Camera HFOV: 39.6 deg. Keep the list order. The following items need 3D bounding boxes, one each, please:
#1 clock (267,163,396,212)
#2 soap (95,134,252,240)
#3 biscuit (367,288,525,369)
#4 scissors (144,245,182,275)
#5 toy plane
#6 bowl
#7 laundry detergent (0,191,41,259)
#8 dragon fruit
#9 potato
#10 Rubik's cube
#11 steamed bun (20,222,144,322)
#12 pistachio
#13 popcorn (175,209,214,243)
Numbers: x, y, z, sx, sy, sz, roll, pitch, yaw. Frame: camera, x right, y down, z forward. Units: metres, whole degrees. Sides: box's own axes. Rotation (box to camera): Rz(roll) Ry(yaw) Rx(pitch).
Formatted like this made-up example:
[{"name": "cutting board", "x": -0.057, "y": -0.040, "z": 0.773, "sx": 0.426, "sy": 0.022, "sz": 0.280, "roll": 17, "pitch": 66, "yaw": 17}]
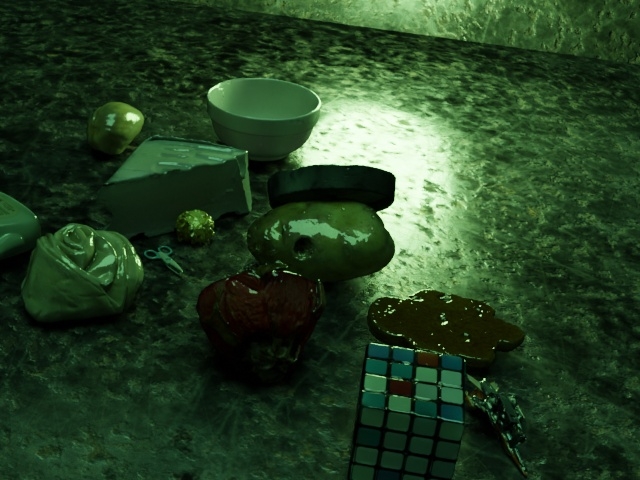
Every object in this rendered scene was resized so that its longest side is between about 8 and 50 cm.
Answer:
[{"name": "clock", "x": 0.023, "y": -0.101, "z": 1.888, "sx": 0.280, "sy": 0.055, "sz": 0.280, "roll": -1, "pitch": -11, "yaw": 0}, {"name": "soap", "x": -0.294, "y": -0.092, "z": 1.873, "sx": 0.257, "sy": 0.159, "sz": 0.302, "roll": 12, "pitch": 32, "yaw": 5}, {"name": "biscuit", "x": 0.229, "y": 0.163, "z": 1.638, "sx": 0.290, "sy": 0.041, "sz": 0.208, "roll": 9, "pitch": 31, "yaw": 3}, {"name": "scissors", "x": -0.305, "y": 0.040, "z": 1.776, "sx": 0.058, "sy": 0.014, "sz": 0.119, "roll": -17, "pitch": 34, "yaw": -33}, {"name": "toy plane", "x": 0.295, "y": 0.288, "z": 1.416, "sx": 0.135, "sy": 0.062, "sz": 0.188, "roll": 19, "pitch": 23, "yaw": -33}, {"name": "bowl", "x": -0.148, "y": -0.299, "z": 2.261, "sx": 0.287, "sy": 0.144, "sz": 0.287, "roll": 5, "pitch": 31, "yaw": -3}, {"name": "laundry detergent", "x": -0.695, "y": 0.001, "z": 1.676, "sx": 0.214, "sy": 0.105, "sz": 0.280, "roll": 23, "pitch": 32, "yaw": 24}, {"name": "dragon fruit", "x": -0.096, "y": 0.155, "z": 1.479, "sx": 0.223, "sy": 0.218, "sz": 0.148, "roll": -23, "pitch": 58, "yaw": 28}, {"name": "potato", "x": 0.000, "y": 0.000, "z": 1.782, "sx": 0.296, "sy": 0.141, "sz": 0.192, "roll": 3, "pitch": 46, "yaw": -9}, {"name": "Rubik's cube", "x": 0.129, "y": 0.266, "z": 1.329, "sx": 0.154, "sy": 0.155, "sz": 0.151, "roll": 8, "pitch": 30, "yaw": 4}, {"name": "steamed bun", "x": -0.432, "y": 0.041, "z": 1.620, "sx": 0.218, "sy": 0.144, "sz": 0.211, "roll": 0, "pitch": 30, "yaw": -11}, {"name": "pistachio", "x": -0.506, "y": -0.277, "z": 2.192, "sx": 0.124, "sy": 0.124, "sz": 0.185, "roll": 18, "pitch": 26, "yaw": 20}, {"name": "popcorn", "x": -0.261, "y": -0.026, "z": 1.856, "sx": 0.082, "sy": 0.057, "sz": 0.083, "roll": 6, "pitch": 41, "yaw": -7}]
